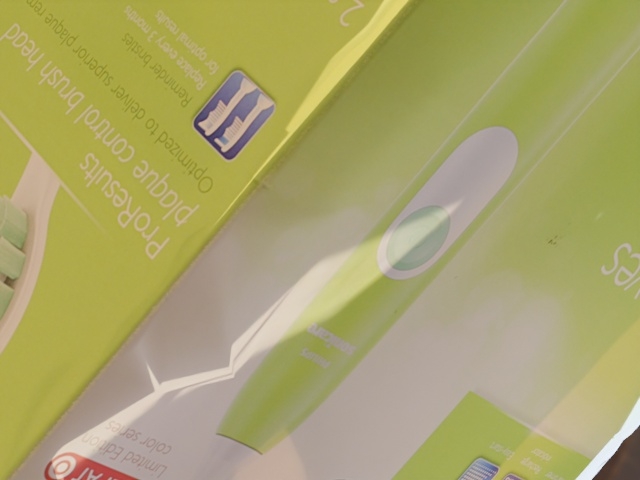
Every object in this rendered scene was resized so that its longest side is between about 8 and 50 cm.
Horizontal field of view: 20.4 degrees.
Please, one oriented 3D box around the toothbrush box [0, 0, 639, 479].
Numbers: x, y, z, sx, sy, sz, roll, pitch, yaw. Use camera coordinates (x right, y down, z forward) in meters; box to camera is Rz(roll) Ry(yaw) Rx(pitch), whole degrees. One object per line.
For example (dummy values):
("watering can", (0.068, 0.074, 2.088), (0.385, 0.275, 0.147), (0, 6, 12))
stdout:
("toothbrush box", (0.000, 0.000, 0.474), (0.283, 0.122, 0.206), (-48, -37, 6))
